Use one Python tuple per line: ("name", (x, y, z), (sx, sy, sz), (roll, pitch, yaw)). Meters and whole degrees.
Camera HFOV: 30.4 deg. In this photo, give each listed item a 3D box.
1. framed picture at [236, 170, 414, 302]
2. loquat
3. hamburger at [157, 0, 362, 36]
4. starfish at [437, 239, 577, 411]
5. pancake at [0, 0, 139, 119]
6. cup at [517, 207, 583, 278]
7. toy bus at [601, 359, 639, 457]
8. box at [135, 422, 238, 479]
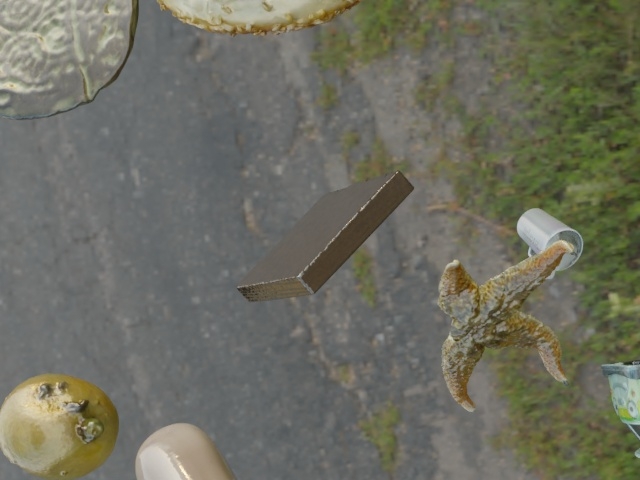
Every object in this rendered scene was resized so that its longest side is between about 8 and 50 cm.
("framed picture", (0.000, 0.000, 1.019), (0.023, 0.128, 0.168), (47, 161, -11))
("loquat", (-0.370, 0.266, 1.685), (0.204, 0.172, 0.149), (-15, 56, 49))
("hamburger", (-0.068, -0.408, 1.473), (0.330, 0.330, 0.250), (28, 137, 49))
("starfish", (0.194, 0.090, 1.240), (0.247, 0.138, 0.050), (80, -172, -46))
("pancake", (-0.302, -0.237, 1.231), (0.250, 0.250, 0.031), (64, -177, 24))
("cup", (0.384, 0.009, 2.000), (0.116, 0.074, 0.104), (-130, 43, -58))
("toy bus", (0.532, 0.206, 1.566), (0.133, 0.276, 0.164), (124, 135, -83))
("box", (-0.110, 0.266, 1.129), (0.200, 0.088, 0.146), (51, 167, 48))
